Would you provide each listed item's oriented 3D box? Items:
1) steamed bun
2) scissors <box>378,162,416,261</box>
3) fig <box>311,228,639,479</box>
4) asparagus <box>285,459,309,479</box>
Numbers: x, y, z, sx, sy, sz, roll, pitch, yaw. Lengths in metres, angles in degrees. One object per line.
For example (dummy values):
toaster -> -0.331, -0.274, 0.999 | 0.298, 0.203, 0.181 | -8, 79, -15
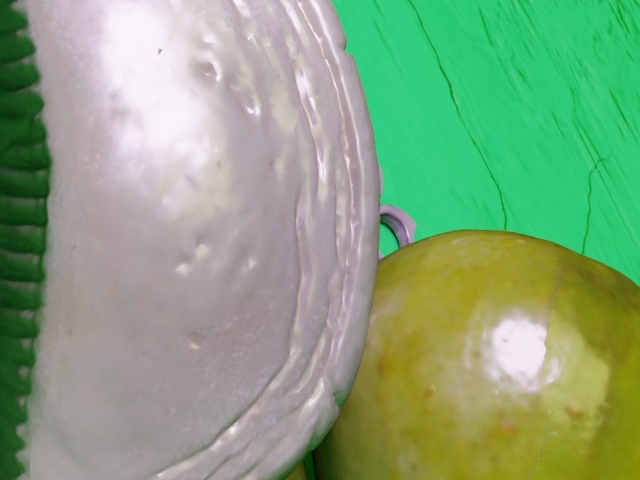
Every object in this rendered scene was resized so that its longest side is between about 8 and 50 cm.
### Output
steamed bun -> -0.079, -0.012, 1.110 | 0.236, 0.247, 0.384 | -3, 83, -18
scissors -> 0.000, 0.000, 1.431 | 0.212, 0.021, 0.110 | -32, 92, -50
fig -> 0.115, 0.160, 1.276 | 0.258, 0.258, 0.326 | 14, 72, -39
asparagus -> -0.032, 0.170, 1.257 | 0.060, 0.067, 0.278 | 53, 22, -67
